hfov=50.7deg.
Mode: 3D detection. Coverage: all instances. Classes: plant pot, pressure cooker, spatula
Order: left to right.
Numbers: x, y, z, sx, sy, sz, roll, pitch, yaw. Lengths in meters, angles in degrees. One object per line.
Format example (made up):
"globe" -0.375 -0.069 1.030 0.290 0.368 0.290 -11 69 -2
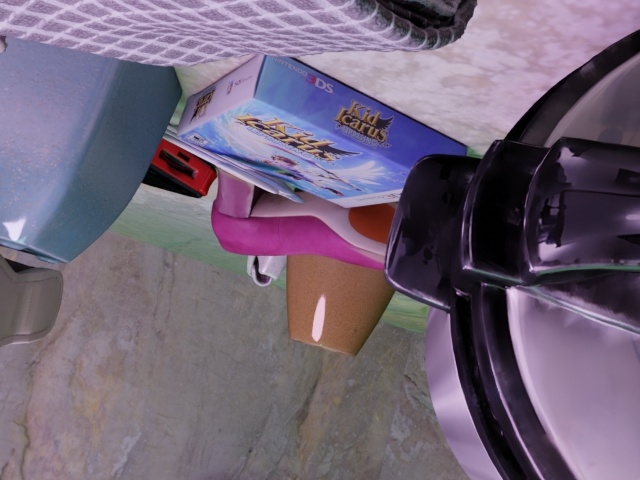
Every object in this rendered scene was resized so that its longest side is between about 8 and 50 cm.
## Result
"plant pot" -0.314 -0.117 0.709 0.247 0.252 0.247 15 169 -1
"spatula" -0.140 -0.109 0.917 0.242 0.019 0.168 27 -171 12
"plant pot" 0.033 0.061 1.164 0.237 0.254 0.237 16 170 3
"pressure cooker" 0.264 0.062 0.446 0.369 0.376 0.420 -27 164 -1

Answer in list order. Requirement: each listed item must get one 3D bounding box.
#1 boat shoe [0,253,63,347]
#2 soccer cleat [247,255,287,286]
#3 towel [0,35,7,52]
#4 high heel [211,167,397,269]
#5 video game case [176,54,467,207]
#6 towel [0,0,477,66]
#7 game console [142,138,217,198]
"boat shoe" -0.373 0.058 0.708 0.096 0.117 0.324 12 176 0
"soccer cleat" -0.141 0.038 1.602 0.116 0.143 0.331 17 170 -11
"towel" -0.297 -0.214 0.445 0.187 0.049 0.282 25 -165 -40
"high heel" 0.000 0.000 1.050 0.377 0.127 0.181 26 136 19
"video game case" -0.007 -0.116 0.810 0.269 0.061 0.244 20 168 -27
"towel" -0.079 -0.157 0.333 0.235 0.121 0.283 9 -172 36
"game console" -0.383 -0.177 1.081 0.342 0.060 0.386 17 171 27
